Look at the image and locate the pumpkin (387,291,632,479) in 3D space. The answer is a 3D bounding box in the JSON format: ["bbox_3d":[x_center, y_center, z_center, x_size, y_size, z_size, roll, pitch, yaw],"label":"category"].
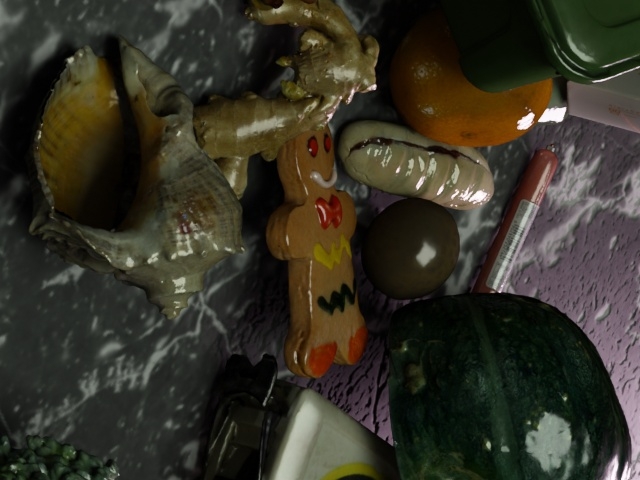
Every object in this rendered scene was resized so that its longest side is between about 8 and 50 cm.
[{"bbox_3d":[0.198,0.172,1.839,0.293,0.197,0.263,34,45,-66],"label":"pumpkin"}]

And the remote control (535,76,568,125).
[{"bbox_3d":[0.222,-0.277,1.863,0.128,0.065,0.335,-9,111,-42],"label":"remote control"}]

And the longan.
[{"bbox_3d":[0.089,0.007,1.825,0.113,0.092,0.113,-58,168,-20],"label":"longan"}]

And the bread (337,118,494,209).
[{"bbox_3d":[0.103,-0.073,1.839,0.214,0.053,0.073,14,92,-43],"label":"bread"}]

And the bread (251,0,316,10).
[{"bbox_3d":[0.004,-0.375,1.559,0.324,0.167,0.277,-55,133,-11],"label":"bread"}]

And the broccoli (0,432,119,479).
[{"bbox_3d":[-0.228,0.312,1.566,0.248,0.245,0.288,8,64,-18],"label":"broccoli"}]

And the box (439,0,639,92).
[{"bbox_3d":[0.246,-0.271,1.673,0.329,0.178,0.252,-21,90,-33],"label":"box"}]

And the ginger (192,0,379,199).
[{"bbox_3d":[-0.034,-0.130,1.663,0.176,0.052,0.193,-3,92,-1],"label":"ginger"}]

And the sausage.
[{"bbox_3d":[0.196,0.001,1.965,0.029,0.029,0.223,27,87,-44],"label":"sausage"}]

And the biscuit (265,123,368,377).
[{"bbox_3d":[0.001,0.000,1.735,0.165,0.036,0.250,-19,105,-65],"label":"biscuit"}]

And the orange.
[{"bbox_3d":[0.142,-0.157,1.779,0.156,0.156,0.124,23,66,-44],"label":"orange"}]

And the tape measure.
[{"bbox_3d":[-0.037,0.266,1.789,0.271,0.133,0.231,42,69,-41],"label":"tape measure"}]

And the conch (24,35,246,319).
[{"bbox_3d":[-0.160,-0.052,1.546,0.178,0.163,0.245,9,69,-59],"label":"conch"}]

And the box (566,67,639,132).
[{"bbox_3d":[0.355,-0.216,1.903,0.067,0.149,0.233,81,31,-60],"label":"box"}]
